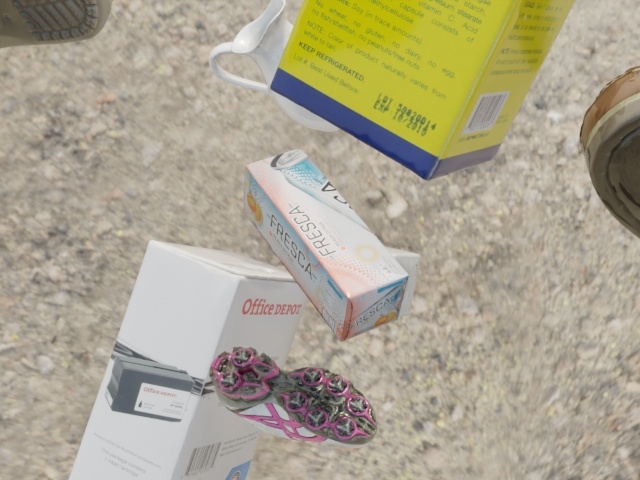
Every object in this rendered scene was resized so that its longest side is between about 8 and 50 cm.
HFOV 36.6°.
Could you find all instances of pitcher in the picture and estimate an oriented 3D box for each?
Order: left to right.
[{"bbox_3d":[-0.050,-0.250,1.463,0.177,0.207,0.126,-21,42,38],"label":"pitcher"}]

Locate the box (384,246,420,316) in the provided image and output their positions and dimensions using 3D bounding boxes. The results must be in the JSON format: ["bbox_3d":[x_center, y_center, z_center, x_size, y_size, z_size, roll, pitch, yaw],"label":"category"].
[{"bbox_3d":[0.085,0.060,1.490,0.101,0.087,0.102,12,95,31],"label":"box"}]

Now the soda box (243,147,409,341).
[{"bbox_3d":[0.000,0.000,0.849,0.063,0.058,0.183,-20,51,-25],"label":"soda box"}]

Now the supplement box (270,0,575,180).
[{"bbox_3d":[0.135,-0.265,0.934,0.194,0.195,0.357,33,114,19],"label":"supplement box"}]

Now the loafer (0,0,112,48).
[{"bbox_3d":[-0.255,-0.201,0.738,0.268,0.102,0.092,8,49,25],"label":"loafer"}]

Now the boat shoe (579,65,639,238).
[{"bbox_3d":[0.268,-0.051,0.557,0.307,0.111,0.104,12,50,-25],"label":"boat shoe"}]

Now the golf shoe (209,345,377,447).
[{"bbox_3d":[-0.022,0.168,0.977,0.186,0.086,0.067,18,54,27],"label":"golf shoe"}]

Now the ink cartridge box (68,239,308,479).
[{"bbox_3d":[-0.186,0.214,1.456,0.166,0.285,0.395,20,93,20],"label":"ink cartridge box"}]
